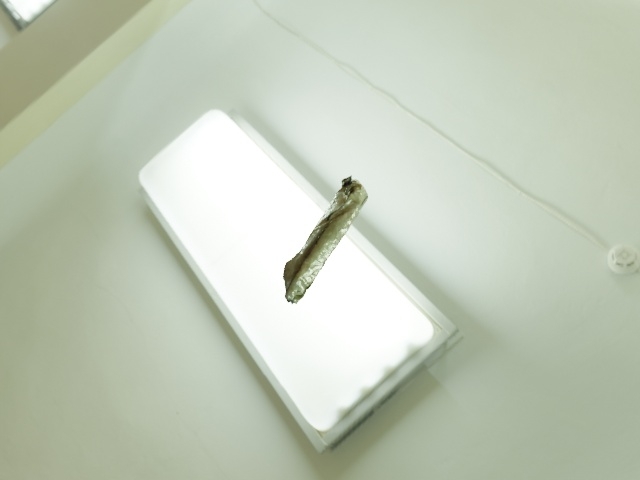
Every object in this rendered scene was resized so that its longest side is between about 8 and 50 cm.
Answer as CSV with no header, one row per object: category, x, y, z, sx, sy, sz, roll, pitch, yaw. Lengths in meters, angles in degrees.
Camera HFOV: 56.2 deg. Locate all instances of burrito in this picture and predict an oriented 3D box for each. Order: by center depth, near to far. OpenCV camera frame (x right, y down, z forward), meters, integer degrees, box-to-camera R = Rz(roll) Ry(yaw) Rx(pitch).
burrito,0.002,0.001,0.715,0.042,0.051,0.171,35,-86,-8
